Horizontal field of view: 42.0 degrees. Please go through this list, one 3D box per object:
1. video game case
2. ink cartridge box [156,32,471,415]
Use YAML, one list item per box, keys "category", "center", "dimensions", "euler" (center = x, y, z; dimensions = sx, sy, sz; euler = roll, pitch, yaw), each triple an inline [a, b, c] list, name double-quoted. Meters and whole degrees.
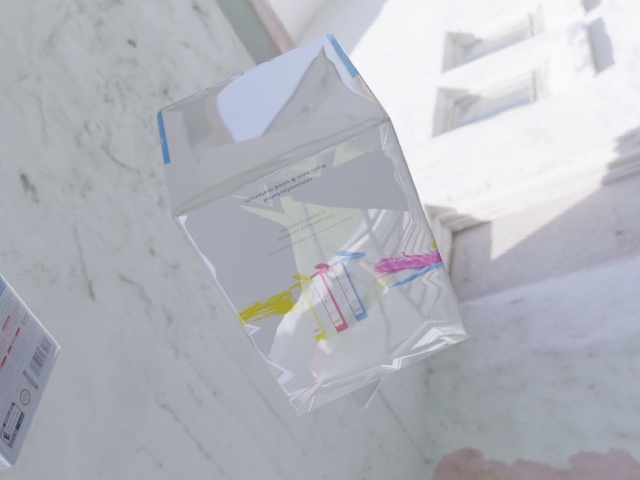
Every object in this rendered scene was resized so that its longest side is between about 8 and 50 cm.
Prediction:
- category: "video game case"
  center: [-0.173, 0.039, 0.400]
  dimensions: [0.087, 0.011, 0.122]
  euler: [-89, -24, -56]
- category: "ink cartridge box"
  center: [0.000, 0.000, 0.380]
  dimensions: [0.092, 0.090, 0.143]
  euler: [-113, -3, -52]
